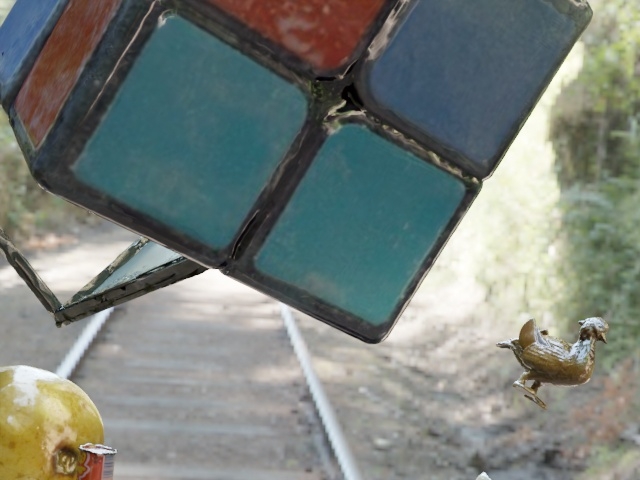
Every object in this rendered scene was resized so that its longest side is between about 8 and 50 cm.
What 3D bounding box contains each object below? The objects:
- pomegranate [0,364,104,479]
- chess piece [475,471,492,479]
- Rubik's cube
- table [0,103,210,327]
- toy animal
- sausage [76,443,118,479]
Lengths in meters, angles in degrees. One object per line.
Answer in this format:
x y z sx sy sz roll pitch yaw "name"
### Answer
-0.500 0.356 2.054 0.307 0.307 0.307 4 4 0 "pomegranate"
0.131 0.506 1.734 0.117 0.397 0.117 46 -5 5 "chess piece"
-0.042 -0.153 0.961 0.318 0.316 0.313 27 10 -29 "Rubik's cube"
-0.219 -0.101 1.312 0.335 0.272 0.222 -20 19 50 "table"
0.382 0.181 2.053 0.188 0.179 0.089 32 -7 44 "toy animal"
-0.256 0.302 1.369 0.048 0.145 0.050 7 -2 -45 "sausage"
